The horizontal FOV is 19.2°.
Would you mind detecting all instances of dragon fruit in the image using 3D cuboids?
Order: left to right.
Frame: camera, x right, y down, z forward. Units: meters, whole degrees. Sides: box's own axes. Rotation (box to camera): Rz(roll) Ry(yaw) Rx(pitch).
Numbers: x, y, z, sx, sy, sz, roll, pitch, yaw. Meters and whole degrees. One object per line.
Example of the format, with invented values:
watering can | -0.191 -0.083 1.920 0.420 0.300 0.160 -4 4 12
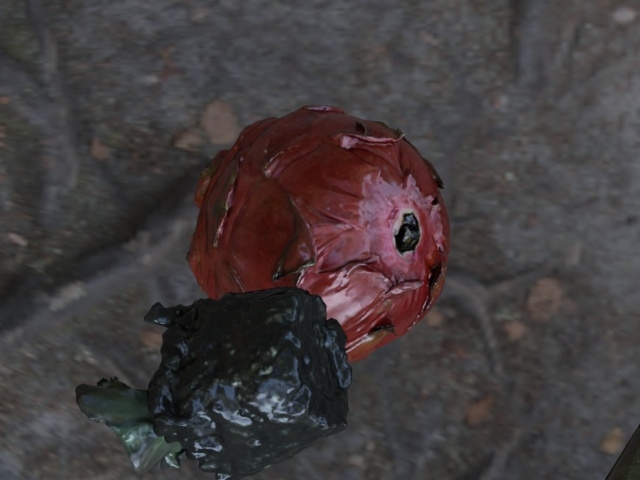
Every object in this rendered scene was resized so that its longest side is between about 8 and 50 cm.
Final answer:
dragon fruit | -0.003 -0.005 1.685 0.241 0.252 0.241 38 43 -47

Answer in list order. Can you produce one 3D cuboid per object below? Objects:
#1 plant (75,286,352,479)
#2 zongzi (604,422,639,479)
plant | -0.079 0.116 1.470 0.142 0.203 0.131 54 25 -45
zongzi | 0.080 0.200 0.657 0.112 0.221 0.242 16 44 -13
